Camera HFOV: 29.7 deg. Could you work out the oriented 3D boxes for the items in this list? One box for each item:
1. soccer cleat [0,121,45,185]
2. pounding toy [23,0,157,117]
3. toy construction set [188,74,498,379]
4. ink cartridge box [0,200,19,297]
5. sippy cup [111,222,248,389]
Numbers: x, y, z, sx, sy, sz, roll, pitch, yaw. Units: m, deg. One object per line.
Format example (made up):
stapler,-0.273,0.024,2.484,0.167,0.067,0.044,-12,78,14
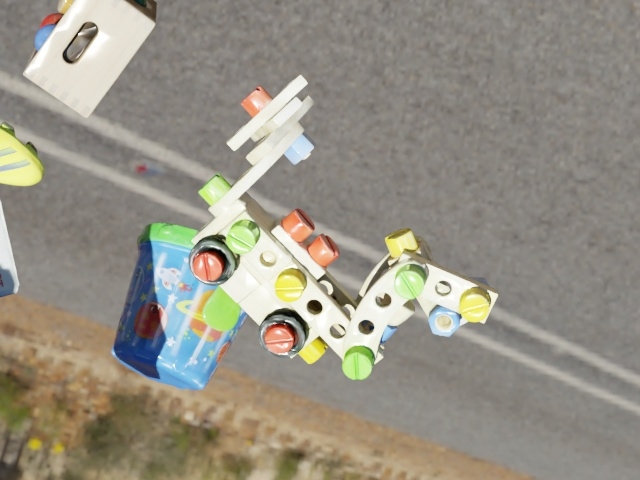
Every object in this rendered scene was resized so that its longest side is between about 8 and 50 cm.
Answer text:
soccer cleat,-0.482,-0.117,1.518,0.093,0.121,0.289,-13,150,43
pounding toy,-0.217,-0.214,1.134,0.100,0.141,0.130,34,-167,-18
toy construction set,0.000,0.000,1.203,0.215,0.327,0.151,-40,175,20
ink cartridge box,-0.538,0.022,1.660,0.208,0.153,0.087,-15,-162,-25
sippy cup,-0.230,0.121,2.003,0.240,0.224,0.305,18,161,10
